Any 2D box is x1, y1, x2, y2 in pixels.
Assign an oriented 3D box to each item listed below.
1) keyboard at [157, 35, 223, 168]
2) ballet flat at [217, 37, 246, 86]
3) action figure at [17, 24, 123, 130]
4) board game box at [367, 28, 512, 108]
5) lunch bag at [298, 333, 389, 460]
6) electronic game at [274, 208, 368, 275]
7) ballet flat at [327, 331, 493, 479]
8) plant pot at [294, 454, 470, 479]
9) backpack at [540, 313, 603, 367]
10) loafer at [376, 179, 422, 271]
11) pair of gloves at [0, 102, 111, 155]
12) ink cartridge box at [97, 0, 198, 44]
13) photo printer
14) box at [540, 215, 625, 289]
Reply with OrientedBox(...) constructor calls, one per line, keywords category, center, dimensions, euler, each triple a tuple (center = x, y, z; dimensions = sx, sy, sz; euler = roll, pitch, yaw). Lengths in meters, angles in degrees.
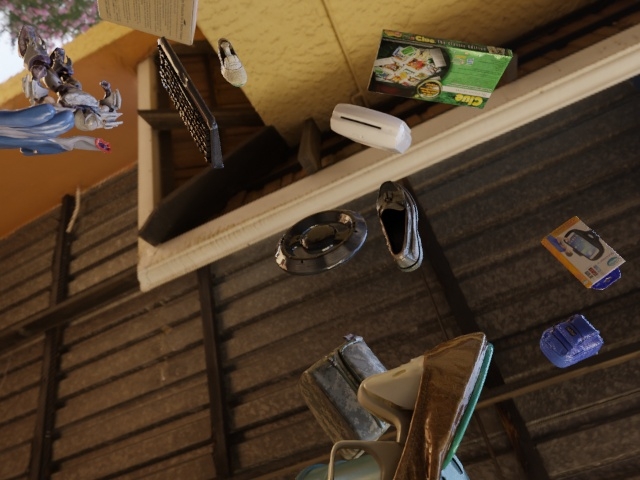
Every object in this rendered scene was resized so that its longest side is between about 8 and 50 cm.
OrientedBox(category="keyboard", center=(-0.174, -0.171, 0.576), dimensions=(0.023, 0.108, 0.180), euler=(-23, -116, -18))
OrientedBox(category="ballet flat", center=(-0.230, -0.453, 1.099), dimensions=(0.057, 0.052, 0.168), euler=(-20, -124, -12))
OrientedBox(category="action figure", center=(-0.529, -0.319, 0.907), dimensions=(0.285, 0.185, 0.099), euler=(47, -70, 22))
OrientedBox(category="board game box", center=(0.237, -0.347, 0.898), dimensions=(0.259, 0.136, 0.030), euler=(8, -124, -4))
OrientedBox(category="lunch bag", center=(0.110, 0.476, 1.376), dimensions=(0.256, 0.213, 0.305), euler=(-26, -118, -31))
OrientedBox(category="electronic game", center=(0.000, 0.000, 1.022), dimensions=(0.229, 0.048, 0.229), euler=(-17, -147, 11))
OrientedBox(category="ballet flat", center=(0.078, 0.216, 0.438), dimensions=(0.124, 0.116, 0.342), euler=(20, -125, 16))
OrientedBox(category="plant pot", center=(0.157, 0.622, 0.969), dimensions=(0.334, 0.341, 0.341), euler=(-36, -127, 23))
OrientedBox(category="backpack", center=(0.603, 0.241, 1.068), dimensions=(0.120, 0.101, 0.098), euler=(-25, -138, -3))
OrientedBox(category="loafer", center=(0.193, -0.054, 1.102), dimensions=(0.096, 0.084, 0.268), euler=(-26, -126, 25))
OrientedBox(category="pair of gloves", center=(-0.297, -0.103, 0.411), dimensions=(0.159, 0.198, 0.023), euler=(0, -87, -8))
OrientedBox(category="ink cartridge box", center=(-0.337, -0.523, 0.860), dimensions=(0.193, 0.234, 0.088), euler=(10, -112, -17))
OrientedBox(category="photo printer", center=(0.180, -0.389, 1.528), dimensions=(0.256, 0.307, 0.107), euler=(20, -78, 15))
OrientedBox(category="box", center=(0.505, 0.026, 0.835), dimensions=(0.081, 0.028, 0.136), euler=(-33, -117, -7))
